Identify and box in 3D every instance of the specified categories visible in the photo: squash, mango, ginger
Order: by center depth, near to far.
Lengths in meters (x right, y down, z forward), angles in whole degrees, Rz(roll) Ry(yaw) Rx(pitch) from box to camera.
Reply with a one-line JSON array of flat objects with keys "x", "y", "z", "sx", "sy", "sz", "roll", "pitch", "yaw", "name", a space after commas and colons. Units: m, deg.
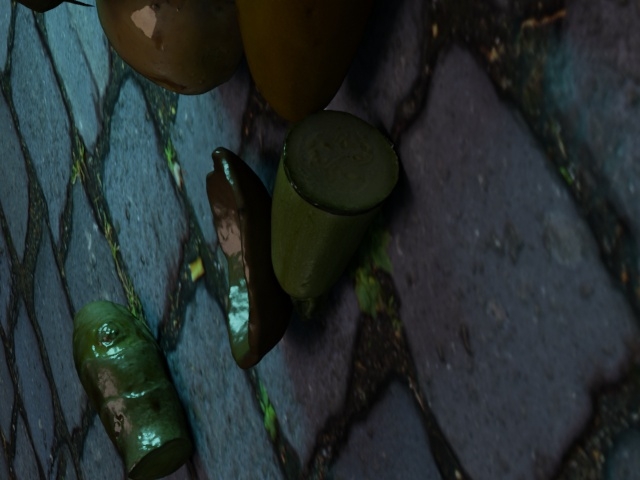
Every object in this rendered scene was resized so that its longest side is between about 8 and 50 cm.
[{"x": -0.011, "y": -0.201, "z": 0.974, "sx": 0.138, "sy": 0.113, "sz": 0.253, "roll": -128, "pitch": 36, "yaw": -51, "name": "mango"}, {"x": 0.000, "y": 0.000, "z": 1.074, "sx": 0.224, "sy": 0.094, "sz": 0.094, "roll": 105, "pitch": 147, "yaw": -54, "name": "squash"}, {"x": -0.236, "y": 0.174, "z": 1.609, "sx": 0.116, "sy": 0.109, "sz": 0.263, "roll": -50, "pitch": 48, "yaw": 25, "name": "ginger"}]

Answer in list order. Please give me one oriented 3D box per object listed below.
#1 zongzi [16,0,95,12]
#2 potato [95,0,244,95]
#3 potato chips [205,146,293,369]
[{"x": -0.244, "y": -0.448, "z": 1.210, "sx": 0.500, "sy": 0.218, "sz": 0.467, "roll": -54, "pitch": 31, "yaw": 26, "name": "zongzi"}, {"x": -0.147, "y": -0.234, "z": 1.253, "sx": 0.150, "sy": 0.146, "sz": 0.234, "roll": -54, "pitch": 41, "yaw": 14, "name": "potato"}, {"x": -0.061, "y": 0.011, "z": 1.208, "sx": 0.208, "sy": 0.061, "sz": 0.195, "roll": -117, "pitch": 22, "yaw": -64, "name": "potato chips"}]
